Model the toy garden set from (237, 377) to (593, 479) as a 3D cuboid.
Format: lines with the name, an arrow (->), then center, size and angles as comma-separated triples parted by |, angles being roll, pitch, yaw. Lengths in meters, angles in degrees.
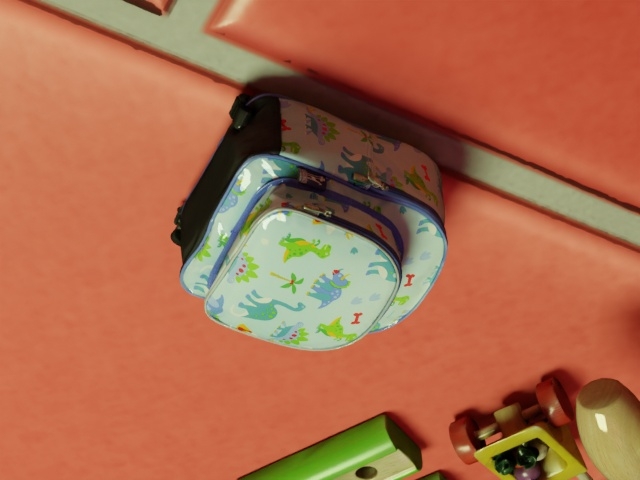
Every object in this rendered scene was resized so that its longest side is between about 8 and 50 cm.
toy garden set -> 0.099, 0.191, 0.835 | 0.204, 0.049, 0.244 | -27, 129, 20

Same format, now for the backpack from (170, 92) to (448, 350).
backpack -> 0.000, 0.000, 0.628 | 0.114, 0.084, 0.105 | 15, 132, -21

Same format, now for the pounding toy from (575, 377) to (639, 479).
pounding toy -> 0.277, 0.110, 0.700 | 0.270, 0.155, 0.154 | -14, 128, 9
